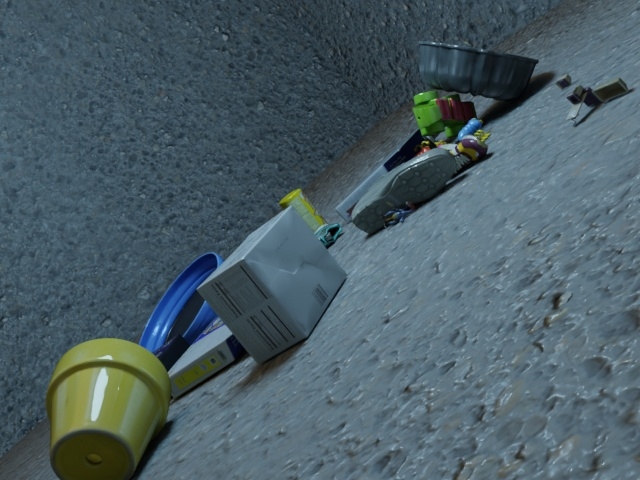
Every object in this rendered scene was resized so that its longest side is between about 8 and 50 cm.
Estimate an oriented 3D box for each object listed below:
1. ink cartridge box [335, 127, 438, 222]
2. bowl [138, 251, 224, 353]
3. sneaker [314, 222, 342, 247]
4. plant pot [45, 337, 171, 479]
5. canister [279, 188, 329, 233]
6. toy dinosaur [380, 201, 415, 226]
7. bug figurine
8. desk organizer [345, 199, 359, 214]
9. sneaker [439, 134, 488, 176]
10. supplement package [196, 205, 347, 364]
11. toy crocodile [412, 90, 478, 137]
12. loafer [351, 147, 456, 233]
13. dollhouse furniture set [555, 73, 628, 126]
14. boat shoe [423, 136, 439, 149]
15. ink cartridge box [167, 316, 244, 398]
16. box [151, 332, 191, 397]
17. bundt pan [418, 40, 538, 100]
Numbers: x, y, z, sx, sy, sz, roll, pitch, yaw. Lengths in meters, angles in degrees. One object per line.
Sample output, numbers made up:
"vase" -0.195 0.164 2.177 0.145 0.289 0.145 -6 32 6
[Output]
"ink cartridge box" 0.224 -0.228 2.309 0.324 0.071 0.330 -46 4 -42
"bowl" -0.387 0.216 2.271 0.391 0.077 0.391 -43 25 26
"sneaker" 0.000 0.000 2.210 0.076 0.065 0.166 -22 20 51
"plant pot" -0.442 0.368 1.593 0.254 0.254 0.239 -37 24 15
"canister" -0.043 -0.071 2.384 0.073 0.170 0.126 -41 9 -12
"toy dinosaur" 0.183 -0.065 1.845 0.082 0.047 0.090 -19 1 8
"bug figurine" 0.303 -0.223 2.051 0.279 0.072 0.216 -28 14 51
"desk organizer" 0.112 -0.077 2.181 0.050 0.047 0.130 -42 8 -3
"sneaker" 0.323 -0.188 1.840 0.084 0.069 0.185 -59 13 -15
"supplement package" -0.093 0.088 1.636 0.145 0.204 0.262 -33 10 32
"toy crocodile" 0.350 -0.348 2.148 0.105 0.115 0.340 -12 -2 38
"loafer" 0.195 -0.133 1.877 0.319 0.112 0.111 -33 26 38
"dollhouse furniture set" 0.499 -0.267 1.460 0.081 0.091 0.114 -59 19 -22
"boat shoe" 0.311 -0.269 2.209 0.038 0.046 0.125 -38 -23 16
"ink cartridge box" -0.208 0.221 1.910 0.307 0.072 0.303 -32 9 30
"box" -0.452 0.376 2.013 0.261 0.103 0.184 -37 11 16
"bundt pan" 0.422 -0.459 2.150 0.331 0.331 0.124 -81 1 -78
